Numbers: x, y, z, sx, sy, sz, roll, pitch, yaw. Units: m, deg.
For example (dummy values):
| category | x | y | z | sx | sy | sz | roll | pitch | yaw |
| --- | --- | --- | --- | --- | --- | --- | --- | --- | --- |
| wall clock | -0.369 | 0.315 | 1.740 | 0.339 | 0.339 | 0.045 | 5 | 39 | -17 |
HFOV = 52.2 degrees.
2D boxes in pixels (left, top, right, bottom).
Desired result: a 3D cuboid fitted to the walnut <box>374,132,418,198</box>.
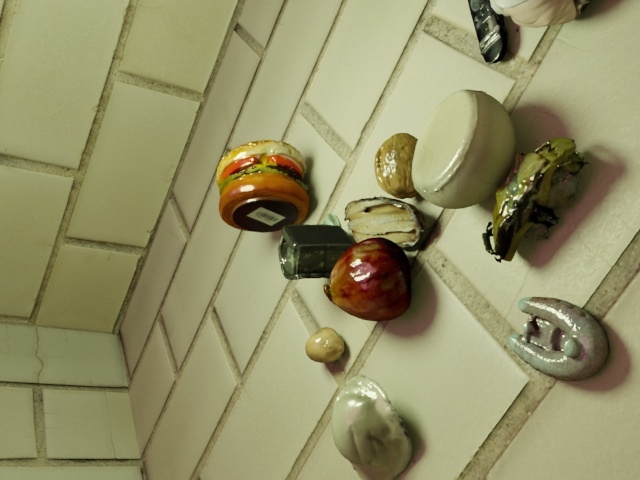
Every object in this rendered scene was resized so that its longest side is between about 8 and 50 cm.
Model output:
| category | x | y | z | sx | sy | sz | roll | pitch | yaw |
| --- | --- | --- | --- | --- | --- | --- | --- | --- | --- |
| walnut | 0.222 | -0.206 | 1.766 | 0.155 | 0.155 | 0.184 | -29 | 54 | 52 |

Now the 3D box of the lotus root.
| category | x | y | z | sx | sy | sz | roll | pitch | yaw |
| --- | --- | --- | --- | --- | --- | --- | --- | --- | --- |
| lotus root | 0.190 | -0.060 | 1.828 | 0.329 | 0.078 | 0.167 | 3 | 118 | 57 |

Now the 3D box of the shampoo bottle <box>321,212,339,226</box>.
| category | x | y | z | sx | sy | sz | roll | pitch | yaw |
| --- | --- | --- | --- | --- | --- | --- | --- | --- | --- |
| shampoo bottle | 0.000 | 0.000 | 2.159 | 0.190 | 0.041 | 0.069 | -57 | 43 | 32 |

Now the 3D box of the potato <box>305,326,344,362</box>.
| category | x | y | z | sx | sy | sz | roll | pitch | yaw |
| --- | --- | --- | --- | --- | --- | --- | --- | --- | --- |
| potato | 0.009 | 0.321 | 1.977 | 0.147 | 0.112 | 0.112 | -28 | 56 | 60 |

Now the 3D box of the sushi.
| category | x | y | z | sx | sy | sz | roll | pitch | yaw |
| --- | --- | --- | --- | --- | --- | --- | --- | --- | --- |
| sushi | 0.449 | -0.092 | 1.394 | 0.139 | 0.131 | 0.291 | -84 | 15 | -58 |

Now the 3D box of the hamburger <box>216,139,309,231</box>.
| category | x | y | z | sx | sy | sz | roll | pitch | yaw |
| --- | --- | --- | --- | --- | --- | --- | --- | --- | --- |
| hamburger | -0.203 | -0.191 | 2.290 | 0.330 | 0.330 | 0.250 | -38 | 47 | 47 |

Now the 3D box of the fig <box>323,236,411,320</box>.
| category | x | y | z | sx | sy | sz | roll | pitch | yaw |
| --- | --- | --- | --- | --- | --- | --- | --- | --- | --- |
| fig | 0.137 | 0.106 | 1.747 | 0.263 | 0.224 | 0.224 | -24 | 60 | 58 |

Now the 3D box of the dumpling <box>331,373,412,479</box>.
| category | x | y | z | sx | sy | sz | roll | pitch | yaw |
| --- | --- | --- | --- | --- | --- | --- | --- | --- | --- |
| dumpling | 0.144 | 0.492 | 1.684 | 0.227 | 0.243 | 0.175 | 2 | 41 | 41 |

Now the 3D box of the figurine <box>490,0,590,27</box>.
| category | x | y | z | sx | sy | sz | roll | pitch | yaw |
| --- | --- | --- | --- | --- | --- | --- | --- | --- | --- |
| figurine | 0.456 | -0.614 | 1.452 | 0.253 | 0.211 | 0.361 | -52 | 42 | 28 |

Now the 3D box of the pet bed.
| category | x | y | z | sx | sy | sz | roll | pitch | yaw |
| --- | --- | --- | --- | --- | --- | --- | --- | --- | --- |
| pet bed | -0.018 | 0.050 | 1.984 | 0.183 | 0.211 | 0.159 | -128 | 41 | -58 |

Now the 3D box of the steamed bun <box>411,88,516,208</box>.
| category | x | y | z | sx | sy | sz | roll | pitch | yaw |
| --- | --- | --- | --- | --- | --- | --- | --- | --- | --- |
| steamed bun | 0.346 | -0.201 | 1.527 | 0.283 | 0.177 | 0.283 | -54 | 25 | 39 |

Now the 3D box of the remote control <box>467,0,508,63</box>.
| category | x | y | z | sx | sy | sz | roll | pitch | yaw |
| --- | --- | --- | --- | --- | --- | --- | --- | --- | --- |
| remote control | 0.429 | -0.558 | 1.641 | 0.090 | 0.066 | 0.266 | 132 | 135 | -60 |

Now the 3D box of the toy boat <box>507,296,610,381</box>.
| category | x | y | z | sx | sy | sz | roll | pitch | yaw |
| --- | --- | --- | --- | --- | --- | --- | --- | --- | --- |
| toy boat | 0.461 | 0.194 | 1.301 | 0.227 | 0.085 | 0.155 | 25 | 101 | 58 |
